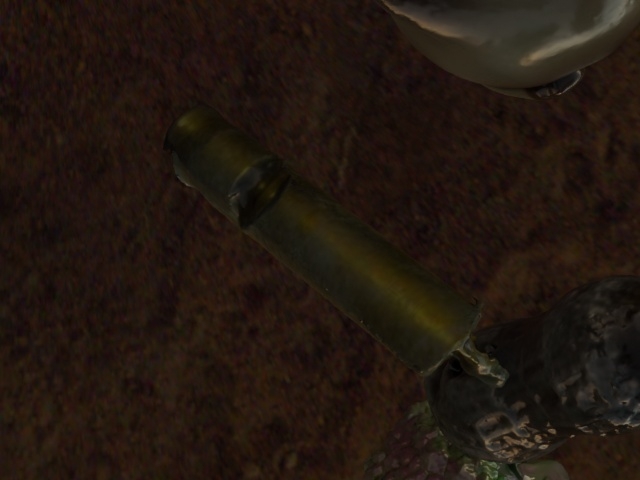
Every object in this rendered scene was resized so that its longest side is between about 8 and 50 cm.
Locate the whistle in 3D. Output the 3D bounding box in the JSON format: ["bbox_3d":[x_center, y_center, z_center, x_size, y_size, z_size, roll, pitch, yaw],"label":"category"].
[{"bbox_3d":[0.001,-0.001,0.813,0.057,0.326,0.068,-54,136,1],"label":"whistle"}]

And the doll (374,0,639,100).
[{"bbox_3d":[0.147,-0.234,0.956,0.215,0.370,0.226,-18,120,14],"label":"doll"}]

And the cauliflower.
[{"bbox_3d":[0.175,0.271,1.328,0.315,0.256,0.239,1,81,-34],"label":"cauliflower"}]

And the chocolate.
[{"bbox_3d":[0.164,0.095,0.883,0.110,0.248,0.110,8,72,-25],"label":"chocolate"}]
